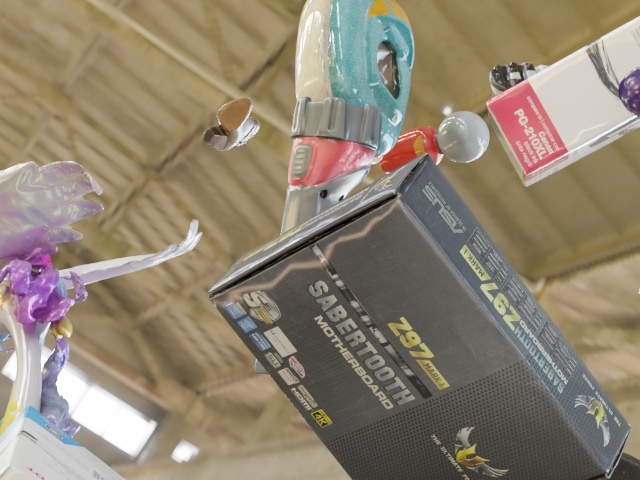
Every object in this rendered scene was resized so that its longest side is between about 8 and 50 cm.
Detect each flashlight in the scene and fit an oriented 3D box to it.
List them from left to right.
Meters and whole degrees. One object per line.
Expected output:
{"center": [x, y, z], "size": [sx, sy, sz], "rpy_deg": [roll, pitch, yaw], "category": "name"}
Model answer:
{"center": [0.000, 0.000, 1.614], "size": [0.103, 0.304, 0.103], "rpy_deg": [7, -5, 4], "category": "flashlight"}

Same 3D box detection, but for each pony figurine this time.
{"center": [-0.343, 0.063, 1.659], "size": [0.351, 0.363, 0.303], "rpy_deg": [-8, -24, 23], "category": "pony figurine"}

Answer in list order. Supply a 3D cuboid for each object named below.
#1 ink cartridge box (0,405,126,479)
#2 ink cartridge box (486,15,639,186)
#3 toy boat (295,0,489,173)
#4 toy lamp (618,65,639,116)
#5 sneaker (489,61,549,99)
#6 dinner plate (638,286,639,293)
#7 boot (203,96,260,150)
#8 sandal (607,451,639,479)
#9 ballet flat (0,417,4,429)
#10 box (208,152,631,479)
{"center": [-0.259, 0.253, 1.429], "size": [0.140, 0.082, 0.190], "rpy_deg": [41, 5, -11], "category": "ink cartridge box"}
{"center": [0.318, -0.165, 1.705], "size": [0.100, 0.237, 0.172], "rpy_deg": [62, 6, 6], "category": "ink cartridge box"}
{"center": [0.090, -0.191, 1.845], "size": [0.148, 0.267, 0.318], "rpy_deg": [-14, -37, 25], "category": "toy boat"}
{"center": [0.340, -0.046, 1.434], "size": [0.080, 0.274, 0.080], "rpy_deg": [1, -36, 1], "category": "toy lamp"}
{"center": [0.346, -0.195, 2.067], "size": [0.234, 0.078, 0.106], "rpy_deg": [-1, -45, -4], "category": "sneaker"}
{"center": [0.382, 0.006, 1.538], "size": [0.017, 0.141, 0.141], "rpy_deg": [52, -16, 13], "category": "dinner plate"}
{"center": [-0.121, -0.176, 2.226], "size": [0.118, 0.087, 0.042], "rpy_deg": [-35, -107, 32], "category": "boot"}
{"center": [0.118, 0.315, 1.447], "size": [0.107, 0.446, 0.167], "rpy_deg": [-70, 146, -81], "category": "sandal"}
{"center": [-0.326, 0.296, 1.912], "size": [0.231, 0.077, 0.077], "rpy_deg": [35, 7, 32], "category": "ballet flat"}
{"center": [0.063, 0.079, 0.974], "size": [0.183, 0.059, 0.232], "rpy_deg": [-28, -75, 39], "category": "box"}
